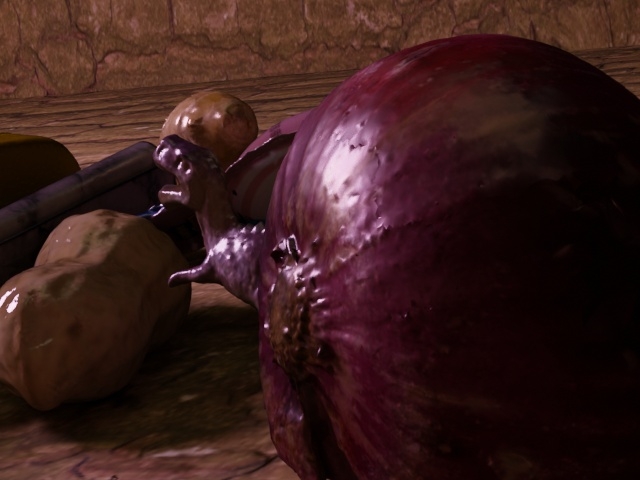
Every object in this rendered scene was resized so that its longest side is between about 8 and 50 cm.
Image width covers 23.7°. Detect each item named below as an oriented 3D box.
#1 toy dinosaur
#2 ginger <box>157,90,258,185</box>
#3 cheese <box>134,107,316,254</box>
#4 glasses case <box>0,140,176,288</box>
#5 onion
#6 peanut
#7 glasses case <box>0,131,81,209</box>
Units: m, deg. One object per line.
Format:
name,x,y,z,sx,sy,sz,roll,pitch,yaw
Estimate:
toy dinosaur,-0.016,0.008,0.991,0.072,0.199,0.251,-11,9,-38
ginger,-0.106,-0.046,1.502,0.348,0.122,0.363,-15,-8,35
cheese,-0.035,-0.038,1.212,0.286,0.074,0.189,-19,-24,4
glasses case,-0.235,0.019,1.188,0.060,0.114,0.299,34,40,21
onion,0.095,0.018,0.783,0.272,0.256,0.230,-28,4,-21
peanut,-0.166,0.045,1.087,0.123,0.123,0.257,-4,9,11
glasses case,-0.355,0.015,1.209,0.141,0.173,0.371,4,12,38
